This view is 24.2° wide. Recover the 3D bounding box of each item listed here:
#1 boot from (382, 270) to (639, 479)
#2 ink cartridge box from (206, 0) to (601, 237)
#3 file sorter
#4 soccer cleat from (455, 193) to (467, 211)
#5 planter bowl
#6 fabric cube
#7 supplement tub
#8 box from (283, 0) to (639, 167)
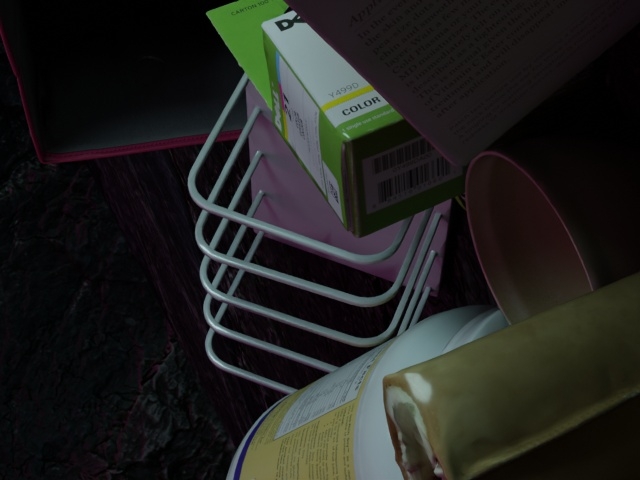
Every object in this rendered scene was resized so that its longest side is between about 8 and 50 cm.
[{"bbox_3d":[0.152,0.027,0.744,0.236,0.269,0.089,67,164,-1],"label":"boot"},{"bbox_3d":[0.045,-0.146,1.029,0.255,0.188,0.097,56,163,37],"label":"ink cartridge box"},{"bbox_3d":[0.000,0.000,1.290,0.192,0.173,0.278,19,149,11],"label":"file sorter"},{"bbox_3d":[0.122,-0.056,1.120,0.072,0.060,0.179,46,178,25],"label":"soccer cleat"},{"bbox_3d":[0.177,0.000,0.938,0.162,0.109,0.162,58,162,30],"label":"planter bowl"},{"bbox_3d":[-0.150,-0.257,1.316,0.259,0.254,0.258,88,173,-57],"label":"fabric cube"},{"bbox_3d":[0.094,0.187,1.131,0.331,0.241,0.241,-35,78,54],"label":"supplement tub"},{"bbox_3d":[0.016,-0.222,0.780,0.345,0.168,0.215,37,-163,-54],"label":"box"}]
